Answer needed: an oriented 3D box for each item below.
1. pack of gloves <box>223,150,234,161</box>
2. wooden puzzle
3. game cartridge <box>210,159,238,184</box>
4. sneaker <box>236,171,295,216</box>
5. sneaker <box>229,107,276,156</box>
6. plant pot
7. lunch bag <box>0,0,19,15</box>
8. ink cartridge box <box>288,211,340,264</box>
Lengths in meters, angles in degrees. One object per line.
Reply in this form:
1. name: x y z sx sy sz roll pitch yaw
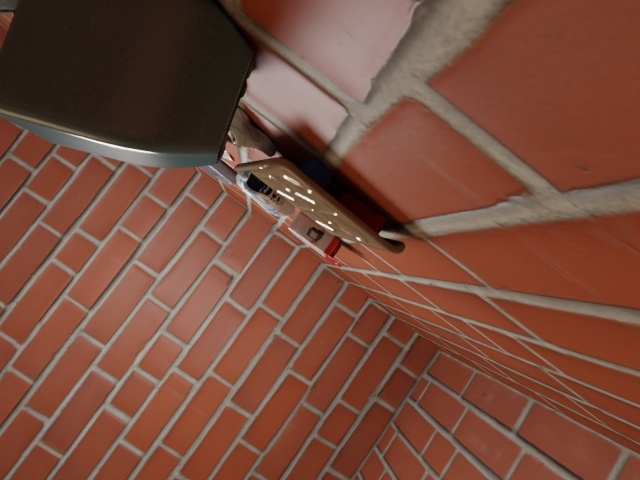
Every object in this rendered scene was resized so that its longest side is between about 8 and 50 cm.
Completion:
1. pack of gloves: -0.354 -0.340 1.372 0.232 0.046 0.195 27 158 40
2. wooden puzzle: -0.004 -0.097 1.043 0.347 0.081 0.322 32 176 -21
3. game cartridge: -0.448 -0.312 1.981 0.196 0.060 0.294 43 171 -29
4. sneaker: -0.173 -0.151 1.541 0.237 0.085 0.086 36 167 -29
5. sneaker: -0.157 -0.221 1.001 0.053 0.061 0.152 27 171 46
6. plant pot: -0.235 -0.220 0.642 0.252 0.247 0.248 20 178 -13
7. lunch bag: -0.515 -0.453 0.606 0.305 0.213 0.256 38 -170 -12
8. ink cartridge box: 0.000 0.000 1.736 0.231 0.078 0.134 35 175 9
